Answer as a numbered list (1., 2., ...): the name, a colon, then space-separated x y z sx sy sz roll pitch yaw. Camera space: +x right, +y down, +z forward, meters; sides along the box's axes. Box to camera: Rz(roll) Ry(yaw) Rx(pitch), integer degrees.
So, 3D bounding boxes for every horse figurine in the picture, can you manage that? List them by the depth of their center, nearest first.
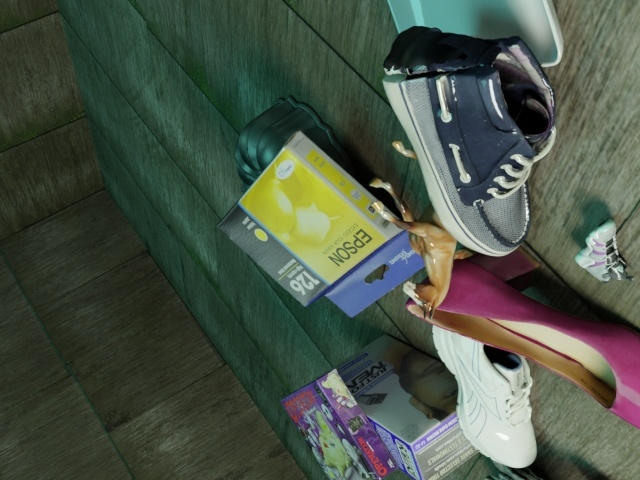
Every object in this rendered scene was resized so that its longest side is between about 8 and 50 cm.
1. horse figurine: 0.147 -0.051 1.097 0.066 0.263 0.174 -22 121 45

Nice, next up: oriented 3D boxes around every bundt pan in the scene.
1. bundt pan: -0.055 -0.100 1.597 0.331 0.124 0.330 49 157 29

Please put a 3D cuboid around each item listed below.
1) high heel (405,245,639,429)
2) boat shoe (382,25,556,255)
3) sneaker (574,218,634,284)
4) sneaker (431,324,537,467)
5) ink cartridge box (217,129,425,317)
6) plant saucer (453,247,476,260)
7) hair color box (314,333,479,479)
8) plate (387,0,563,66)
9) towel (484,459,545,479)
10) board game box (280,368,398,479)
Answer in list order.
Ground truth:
1. high heel: 0.286 0.155 1.065 0.377 0.181 0.127 44 154 37
2. boat shoe: 0.206 -0.094 0.968 0.158 0.127 0.340 16 152 48
3. sneaker: 0.341 0.020 0.974 0.069 0.038 0.098 50 166 22
4. sneaker: 0.275 0.234 1.307 0.129 0.111 0.297 -1 117 60
5. ink cartridge box: 0.000 0.000 1.438 0.307 0.072 0.303 43 142 -3
6. plant saucer: 0.236 0.048 1.276 0.083 0.013 0.083 47 154 31
7. hair color box: 0.155 0.302 1.547 0.339 0.185 0.110 22 137 58
8. plate: 0.151 -0.327 0.941 0.278 0.045 0.277 16 131 61
9. towel: 0.387 0.514 1.381 0.324 0.056 0.312 63 174 -3
10. board game box: 0.025 0.368 1.612 0.208 0.056 0.347 61 160 9
